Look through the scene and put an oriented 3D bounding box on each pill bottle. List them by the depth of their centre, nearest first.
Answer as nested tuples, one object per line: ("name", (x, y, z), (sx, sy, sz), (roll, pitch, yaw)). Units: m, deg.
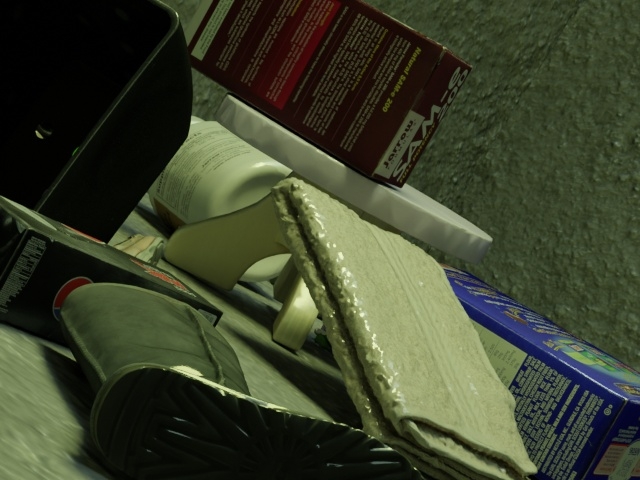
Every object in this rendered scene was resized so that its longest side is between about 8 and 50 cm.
("pill bottle", (-0.107, -0.053, 1.853), (0.131, 0.131, 0.229), (29, 4, -34))

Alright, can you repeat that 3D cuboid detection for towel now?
("towel", (0.066, 0.075, 1.373), (0.187, 0.049, 0.282), (30, 26, -43))

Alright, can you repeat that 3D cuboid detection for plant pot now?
("plant pot", (-0.197, -0.092, 1.252), (0.187, 0.188, 0.167), (32, -8, 22))

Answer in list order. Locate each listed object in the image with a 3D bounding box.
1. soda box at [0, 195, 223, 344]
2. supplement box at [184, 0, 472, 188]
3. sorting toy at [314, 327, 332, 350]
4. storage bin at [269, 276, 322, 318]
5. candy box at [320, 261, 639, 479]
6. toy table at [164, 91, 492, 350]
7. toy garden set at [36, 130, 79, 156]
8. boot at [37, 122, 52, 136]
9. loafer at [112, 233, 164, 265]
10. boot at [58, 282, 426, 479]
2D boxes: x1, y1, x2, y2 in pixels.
("soda box", (-0.134, 0.028, 0.989), (0.060, 0.053, 0.169), (34, 3, 39))
("supplement box", (0.000, -0.161, 1.574), (0.239, 0.130, 0.073), (34, 8, 26))
("sorting toy", (0.018, 0.103, 1.683), (0.083, 0.012, 0.062), (29, 1, -35))
("storage bin", (0.014, 0.042, 1.964), (0.091, 0.098, 0.135), (15, 14, -42))
("candy box", (0.195, 0.135, 1.789), (0.317, 0.122, 0.268), (33, 8, 28))
("toy table", (0.000, 0.000, 1.613), (0.274, 0.161, 0.252), (29, 7, 6))
("toy garden set", (-0.289, -0.134, 1.585), (0.244, 0.049, 0.204), (41, -13, 1))
("boot", (-0.367, -0.188, 2.024), (0.161, 0.083, 0.246), (38, 6, 15))
("loafer", (-0.141, 0.014, 1.277), (0.039, 0.045, 0.125), (25, 6, -1))
("boot", (-0.041, 0.090, 0.860), (0.190, 0.076, 0.208), (33, -4, -11))
